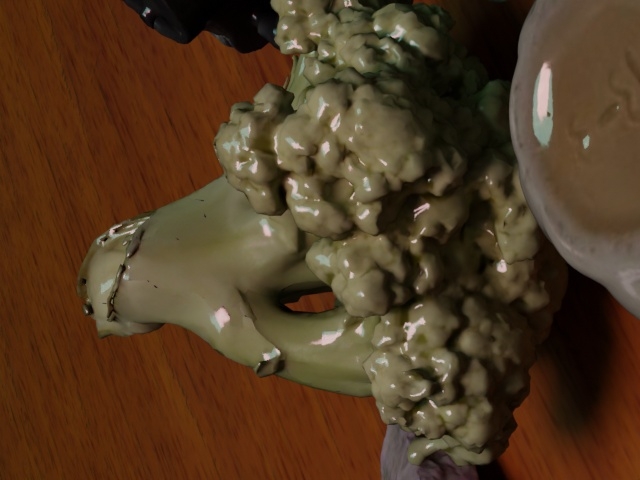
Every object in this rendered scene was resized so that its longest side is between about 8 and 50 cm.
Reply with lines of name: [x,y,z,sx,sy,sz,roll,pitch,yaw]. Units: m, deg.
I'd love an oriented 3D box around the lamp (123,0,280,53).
lamp: [-0.091,-0.286,1.196,0.205,0.374,0.272,40,101,31]

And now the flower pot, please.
flower pot: [0.210,-0.064,0.837,0.246,0.195,0.246,12,105,57]

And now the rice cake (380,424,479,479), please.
rice cake: [0.091,0.229,1.084,0.365,0.056,0.073,-105,26,-55]

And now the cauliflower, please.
cauliflower: [0.017,-0.011,1.054,0.327,0.281,0.260,65,156,13]
